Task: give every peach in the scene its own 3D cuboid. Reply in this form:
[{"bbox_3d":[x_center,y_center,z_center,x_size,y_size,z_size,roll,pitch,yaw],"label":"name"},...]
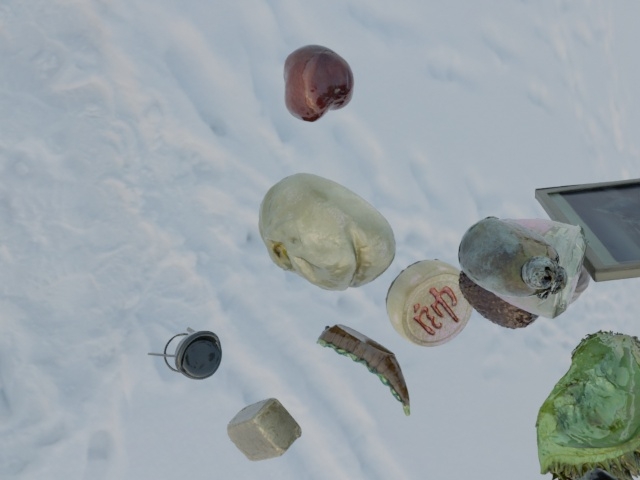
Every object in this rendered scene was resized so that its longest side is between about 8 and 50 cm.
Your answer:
[{"bbox_3d":[-0.008,-0.317,1.181,0.152,0.152,0.151,-4,96,-50],"label":"peach"}]

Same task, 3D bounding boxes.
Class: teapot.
[{"bbox_3d":[0.367,0.015,1.038,0.221,0.178,0.163,-56,150,-30],"label":"teapot"}]

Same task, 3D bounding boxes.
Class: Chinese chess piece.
[{"bbox_3d":[0.333,0.190,1.799,0.270,0.112,0.269,-7,113,-18],"label":"Chinese chess piece"}]

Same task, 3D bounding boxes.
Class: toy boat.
[{"bbox_3d":[0.121,0.294,1.431,0.099,0.293,0.108,-61,154,11],"label":"toy boat"}]

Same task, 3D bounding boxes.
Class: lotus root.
[{"bbox_3d":[0.209,0.023,0.643,0.088,0.165,0.088,-4,106,-15],"label":"lotus root"}]

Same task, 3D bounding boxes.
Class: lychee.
[{"bbox_3d":[0.397,0.088,1.251,0.195,0.195,0.194,-4,96,-50],"label":"lychee"}]

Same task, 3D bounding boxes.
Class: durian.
[{"bbox_3d":[0.520,0.310,1.073,0.394,0.198,0.163,-47,144,-36],"label":"durian"}]

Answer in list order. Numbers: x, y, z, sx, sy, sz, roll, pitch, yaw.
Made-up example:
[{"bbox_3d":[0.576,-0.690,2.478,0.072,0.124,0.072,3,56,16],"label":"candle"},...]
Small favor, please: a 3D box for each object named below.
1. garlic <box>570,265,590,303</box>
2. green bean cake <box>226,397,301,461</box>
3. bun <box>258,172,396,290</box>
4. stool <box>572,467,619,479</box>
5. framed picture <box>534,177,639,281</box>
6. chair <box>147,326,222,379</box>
[{"bbox_3d":[0.583,0.058,1.580,0.207,0.207,0.256,17,50,-49],"label":"garlic"},{"bbox_3d":[-0.132,0.428,1.331,0.109,0.179,0.085,52,51,-3],"label":"green bean cake"},{"bbox_3d":[0.000,0.000,1.457,0.219,0.365,0.365,-54,131,-19],"label":"bun"},{"bbox_3d":[0.253,0.248,0.393,0.139,0.228,0.153,-82,174,-62],"label":"stool"},{"bbox_3d":[0.658,-0.045,1.210,0.446,0.326,0.028,-78,160,-66],"label":"framed picture"},{"bbox_3d":[-0.260,0.230,1.182,0.104,0.222,0.095,-37,97,-26],"label":"chair"}]
